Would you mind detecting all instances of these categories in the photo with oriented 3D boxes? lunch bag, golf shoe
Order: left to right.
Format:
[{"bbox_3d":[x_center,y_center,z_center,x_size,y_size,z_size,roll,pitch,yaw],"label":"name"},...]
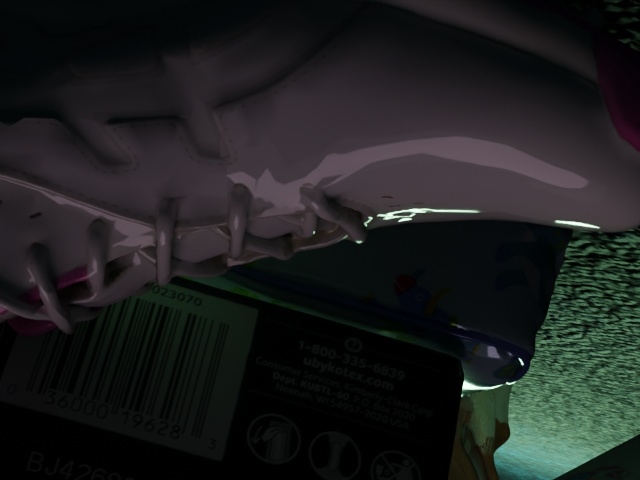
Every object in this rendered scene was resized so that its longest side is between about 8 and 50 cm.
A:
[{"bbox_3d":[-0.053,-0.023,0.383,0.306,0.140,0.115,11,167,21],"label":"golf shoe"},{"bbox_3d":[0.000,0.000,0.545,0.176,0.090,0.219,17,170,-1],"label":"lunch bag"}]

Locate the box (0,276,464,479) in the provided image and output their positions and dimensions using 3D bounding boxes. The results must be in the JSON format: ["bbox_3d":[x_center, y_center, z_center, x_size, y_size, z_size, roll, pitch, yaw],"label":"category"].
[{"bbox_3d":[-0.069,0.144,0.506,0.165,0.143,0.270,18,143,-6],"label":"box"}]

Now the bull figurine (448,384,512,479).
[{"bbox_3d":[-0.001,0.143,1.020,0.311,0.188,0.101,16,169,11],"label":"bull figurine"}]

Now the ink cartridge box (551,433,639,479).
[{"bbox_3d":[0.124,0.179,0.619,0.354,0.119,0.207,-26,172,-8],"label":"ink cartridge box"}]
